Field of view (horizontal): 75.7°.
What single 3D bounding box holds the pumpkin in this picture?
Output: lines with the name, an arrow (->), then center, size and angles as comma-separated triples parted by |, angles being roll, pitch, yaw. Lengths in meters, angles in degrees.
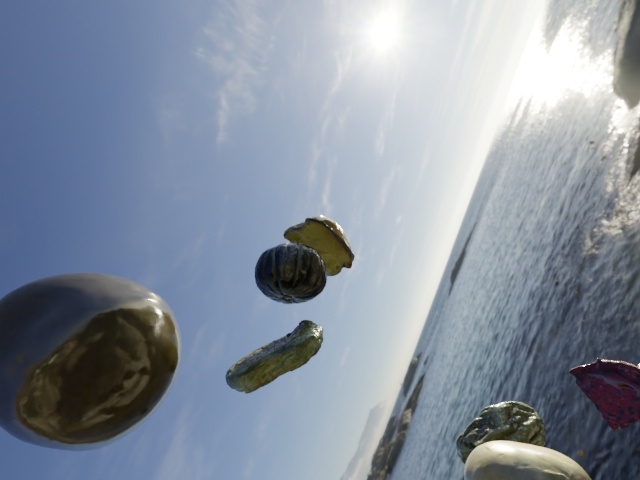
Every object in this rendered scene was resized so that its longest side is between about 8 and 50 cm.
pumpkin -> -0.089, 0.104, 1.247 | 0.221, 0.220, 0.162 | 83, -169, -56

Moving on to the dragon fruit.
dragon fruit -> 1.123, 0.556, 1.443 | 0.330, 0.302, 0.240 | 118, 165, -67

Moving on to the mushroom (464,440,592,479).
mushroom -> 0.414, 0.515, 0.828 | 0.246, 0.246, 0.203 | 45, -120, -71

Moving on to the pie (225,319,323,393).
pie -> -0.109, 0.292, 1.034 | 0.277, 0.079, 0.277 | -31, -2, -1

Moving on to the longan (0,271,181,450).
longan -> -0.441, 0.221, 0.779 | 0.361, 0.360, 0.361 | -57, -21, -36

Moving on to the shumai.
shumai -> 0.529, 0.579, 1.110 | 0.260, 0.222, 0.225 | -18, -73, -17

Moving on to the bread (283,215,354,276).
bread -> 0.004, -0.001, 1.416 | 0.252, 0.174, 0.133 | 49, -154, -28
